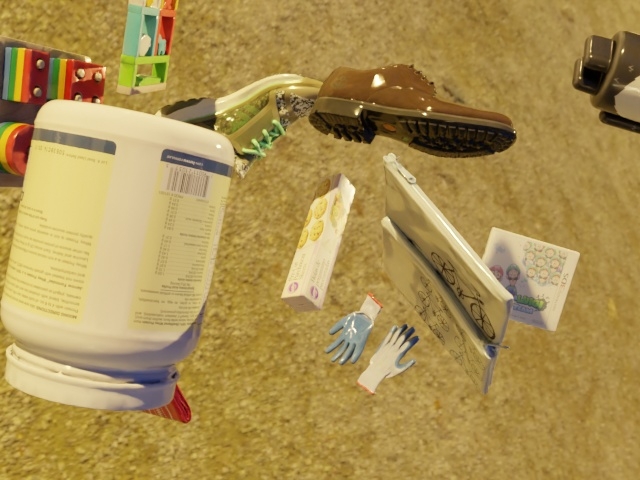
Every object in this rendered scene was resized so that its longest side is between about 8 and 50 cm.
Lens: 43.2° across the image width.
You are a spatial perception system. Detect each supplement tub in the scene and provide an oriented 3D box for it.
[{"bbox_3d":[-0.242,0.015,0.959,0.235,0.235,0.325,10,92,-46],"label":"supplement tub"}]

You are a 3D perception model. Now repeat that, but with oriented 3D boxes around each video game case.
[{"bbox_3d":[0.346,0.067,1.376,0.157,0.019,0.143,16,95,-3],"label":"video game case"}]

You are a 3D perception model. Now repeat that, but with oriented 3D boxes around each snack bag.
[{"bbox_3d":[0.192,0.065,1.312,0.037,0.342,0.323,-29,62,-13],"label":"snack bag"}]

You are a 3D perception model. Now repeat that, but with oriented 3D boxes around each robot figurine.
[{"bbox_3d":[0.674,-0.333,1.685,0.209,0.278,0.174,45,64,-86],"label":"robot figurine"}]

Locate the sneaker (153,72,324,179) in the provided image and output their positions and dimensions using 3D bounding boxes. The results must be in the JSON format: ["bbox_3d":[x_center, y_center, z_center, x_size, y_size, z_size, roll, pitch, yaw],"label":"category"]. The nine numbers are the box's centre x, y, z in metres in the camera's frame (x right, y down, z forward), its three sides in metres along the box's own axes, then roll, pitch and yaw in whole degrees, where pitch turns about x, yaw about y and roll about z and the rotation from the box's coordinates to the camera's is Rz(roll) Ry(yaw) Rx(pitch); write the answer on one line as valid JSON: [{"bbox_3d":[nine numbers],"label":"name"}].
[{"bbox_3d":[-0.145,-0.216,1.687,0.158,0.410,0.182,41,36,-72],"label":"sneaker"}]

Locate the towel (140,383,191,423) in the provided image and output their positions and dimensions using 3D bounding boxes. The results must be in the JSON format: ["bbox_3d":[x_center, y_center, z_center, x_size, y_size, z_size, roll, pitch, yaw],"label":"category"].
[{"bbox_3d":[-0.378,0.253,1.546,0.031,0.274,0.199,-49,132,-40],"label":"towel"}]

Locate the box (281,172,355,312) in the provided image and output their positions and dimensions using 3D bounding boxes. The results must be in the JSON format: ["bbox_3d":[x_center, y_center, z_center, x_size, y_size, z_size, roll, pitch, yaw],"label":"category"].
[{"bbox_3d":[0.000,0.000,1.728,0.063,0.067,0.324,45,50,-37],"label":"box"}]

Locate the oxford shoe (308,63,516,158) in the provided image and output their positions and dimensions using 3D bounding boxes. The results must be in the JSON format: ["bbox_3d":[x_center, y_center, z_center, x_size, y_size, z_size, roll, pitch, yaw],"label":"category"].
[{"bbox_3d":[0.106,-0.151,0.884,0.083,0.227,0.096,70,37,-67],"label":"oxford shoe"}]

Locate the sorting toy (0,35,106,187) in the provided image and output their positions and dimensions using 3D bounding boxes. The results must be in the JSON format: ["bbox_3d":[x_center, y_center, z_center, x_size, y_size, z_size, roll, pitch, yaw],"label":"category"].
[{"bbox_3d":[-0.491,-0.217,1.440,0.257,0.089,0.256,-6,104,-65],"label":"sorting toy"}]

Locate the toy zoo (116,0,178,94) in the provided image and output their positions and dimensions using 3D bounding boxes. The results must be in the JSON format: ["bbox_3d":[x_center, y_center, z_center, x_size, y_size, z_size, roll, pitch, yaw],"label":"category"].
[{"bbox_3d":[-0.312,-0.424,1.505,0.192,0.030,0.293,-58,161,-74],"label":"toy zoo"}]

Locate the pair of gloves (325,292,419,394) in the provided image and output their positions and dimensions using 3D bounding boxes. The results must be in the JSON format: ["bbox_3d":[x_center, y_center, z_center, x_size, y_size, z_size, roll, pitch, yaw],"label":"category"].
[{"bbox_3d":[0.101,0.205,1.589,0.198,0.159,0.023,39,4,39],"label":"pair of gloves"}]
